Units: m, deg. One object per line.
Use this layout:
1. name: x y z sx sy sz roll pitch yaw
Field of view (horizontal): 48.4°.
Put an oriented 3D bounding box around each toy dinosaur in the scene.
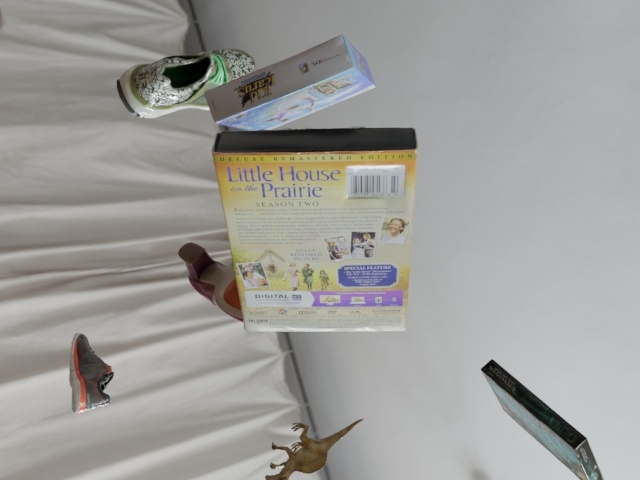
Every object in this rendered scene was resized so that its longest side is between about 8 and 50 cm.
1. toy dinosaur: -0.017 0.338 1.148 0.092 0.183 0.053 27 -41 52

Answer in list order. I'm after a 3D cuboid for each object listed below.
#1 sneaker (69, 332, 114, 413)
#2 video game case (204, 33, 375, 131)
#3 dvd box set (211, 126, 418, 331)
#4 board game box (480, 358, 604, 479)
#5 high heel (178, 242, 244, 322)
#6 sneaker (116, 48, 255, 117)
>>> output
1. sneaker: -0.355 0.206 1.106 0.158 0.064 0.061 -117 -146 -48
2. video game case: -0.041 -0.263 1.245 0.244 0.269 0.061 -21 -89 13
3. dvd box set: 0.000 0.000 1.193 0.062 0.307 0.421 -88 175 -46
4. board game box: 0.313 0.260 1.011 0.186 0.026 0.126 42 -11 52
5. high heel: -0.218 0.141 1.824 0.377 0.127 0.181 38 -19 41
6. sneaker: -0.293 -0.410 1.785 0.182 0.410 0.158 -13 -77 46
